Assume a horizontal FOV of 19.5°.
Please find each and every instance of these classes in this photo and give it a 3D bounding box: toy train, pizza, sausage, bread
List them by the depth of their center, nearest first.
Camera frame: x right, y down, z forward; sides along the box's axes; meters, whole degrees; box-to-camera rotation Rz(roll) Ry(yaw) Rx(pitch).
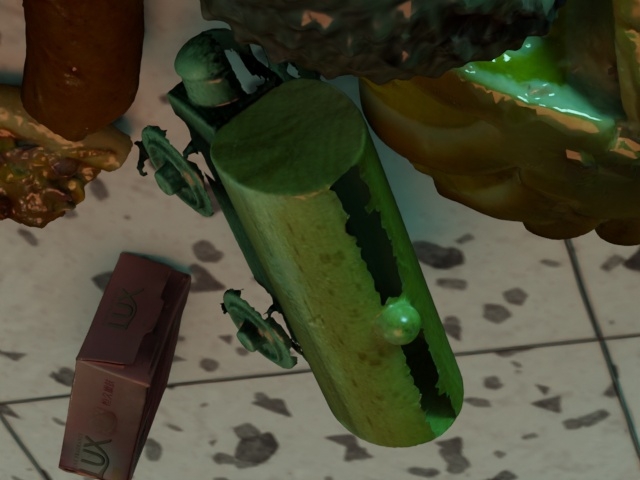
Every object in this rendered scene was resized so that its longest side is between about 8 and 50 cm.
[{"bbox_3d":[0.185,-0.102,1.044,0.333,0.160,0.333,5,140,5],"label":"bread"},{"bbox_3d":[-0.160,-0.183,1.079,0.103,0.076,0.302,-1,138,11],"label":"sausage"},{"bbox_3d":[0.007,-0.005,1.164,0.189,0.126,0.307,26,152,37],"label":"toy train"},{"bbox_3d":[-0.245,-0.053,1.255,0.246,0.058,0.127,5,139,9],"label":"pizza"}]

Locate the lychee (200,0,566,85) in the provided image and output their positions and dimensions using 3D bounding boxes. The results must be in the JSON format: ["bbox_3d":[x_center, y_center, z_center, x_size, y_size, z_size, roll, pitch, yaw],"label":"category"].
[{"bbox_3d":[0.022,-0.205,0.887,0.255,0.274,0.255,-6,106,-21],"label":"lychee"}]

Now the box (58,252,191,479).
[{"bbox_3d":[-0.143,0.096,1.364,0.060,0.111,0.156,19,137,1],"label":"box"}]
